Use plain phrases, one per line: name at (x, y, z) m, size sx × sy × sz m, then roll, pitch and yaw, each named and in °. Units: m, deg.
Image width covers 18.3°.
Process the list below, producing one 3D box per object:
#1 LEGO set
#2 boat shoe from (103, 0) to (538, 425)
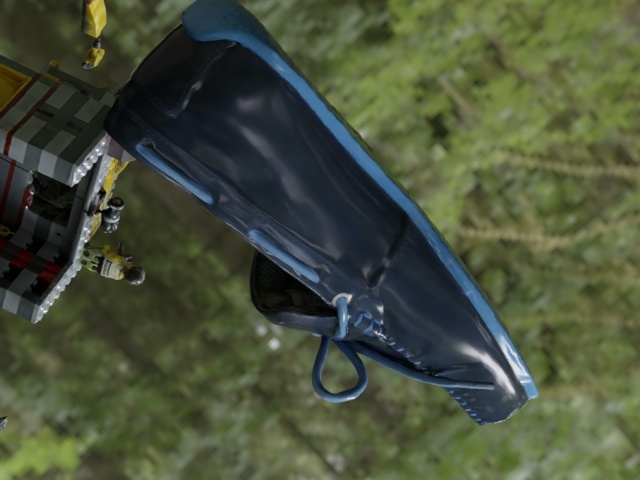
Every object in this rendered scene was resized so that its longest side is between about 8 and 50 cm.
LEGO set at (-0.160, -0.024, 0.986) m, size 0.331 × 0.192 × 0.255 m, roll -68°, pitch 173°, yaw 30°
boat shoe at (0.000, 0.000, 0.894) m, size 0.089 × 0.258 × 0.109 m, roll -40°, pitch -155°, yaw 4°
